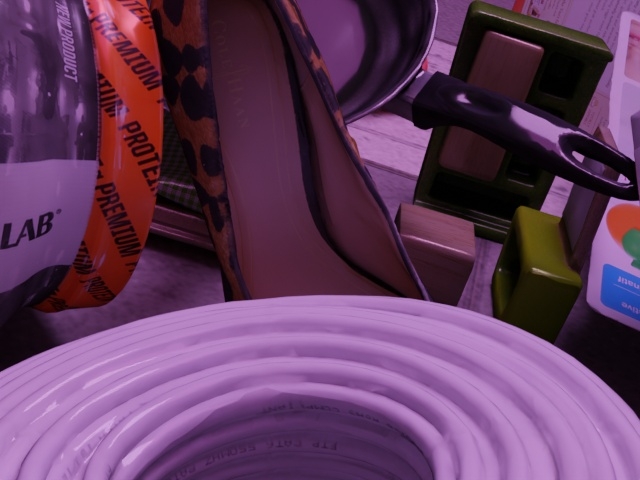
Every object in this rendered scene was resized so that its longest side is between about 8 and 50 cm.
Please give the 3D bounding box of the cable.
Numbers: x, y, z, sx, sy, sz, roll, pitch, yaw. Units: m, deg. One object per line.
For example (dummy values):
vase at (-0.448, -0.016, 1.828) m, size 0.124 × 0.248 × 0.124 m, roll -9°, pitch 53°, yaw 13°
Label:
cable at (-0.018, 0.100, 0.358) m, size 0.257 × 0.089 × 0.257 m, roll -1°, pitch 25°, yaw 4°

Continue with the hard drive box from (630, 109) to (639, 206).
hard drive box at (0.285, 0.022, 0.601) m, size 0.232 × 0.089 × 0.181 m, roll 15°, pitch 63°, yaw -27°

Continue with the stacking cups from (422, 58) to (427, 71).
stacking cups at (-0.035, -0.171, 0.892) m, size 0.316 × 0.096 × 0.096 m, roll 7°, pitch 25°, yaw -50°

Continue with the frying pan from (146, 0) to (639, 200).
frying pan at (0.034, -0.123, 0.687) m, size 0.326 × 0.053 × 0.197 m, roll 11°, pitch 61°, yaw 4°

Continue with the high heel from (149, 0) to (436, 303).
high heel at (0.000, 0.000, 0.500) m, size 0.093 × 0.186 × 0.261 m, roll -27°, pitch 67°, yaw -13°

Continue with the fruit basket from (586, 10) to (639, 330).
fruit basket at (0.340, -0.009, 0.783) m, size 0.327 × 0.165 × 0.353 m, roll 27°, pitch 36°, yaw -3°

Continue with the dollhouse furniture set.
dollhouse furniture set at (0.022, -0.075, 0.729) m, size 0.302 × 0.151 × 0.197 m, roll 16°, pitch 26°, yaw -2°

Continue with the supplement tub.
supplement tub at (-0.248, -0.051, 0.454) m, size 0.338 × 0.207 × 0.207 m, roll 1°, pitch 31°, yaw -30°

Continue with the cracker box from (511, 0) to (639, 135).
cracker box at (0.271, -0.153, 1.032) m, size 0.067 × 0.155 × 0.232 m, roll -10°, pitch 38°, yaw -45°
